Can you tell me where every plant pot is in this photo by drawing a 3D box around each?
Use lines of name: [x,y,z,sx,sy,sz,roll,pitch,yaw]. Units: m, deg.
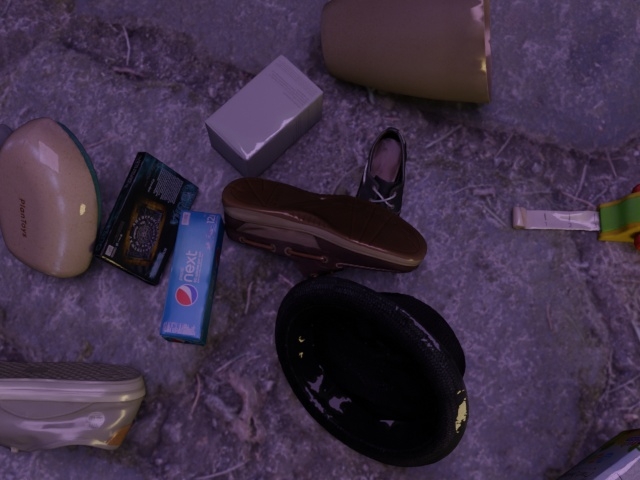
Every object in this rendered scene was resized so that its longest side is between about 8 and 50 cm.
plant pot: [0.147,-0.353,1.332,0.274,0.256,0.256,-2,73,14]

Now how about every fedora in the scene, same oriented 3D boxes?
fedora: [0.096,0.175,1.189,0.334,0.334,0.153,47,43,11]

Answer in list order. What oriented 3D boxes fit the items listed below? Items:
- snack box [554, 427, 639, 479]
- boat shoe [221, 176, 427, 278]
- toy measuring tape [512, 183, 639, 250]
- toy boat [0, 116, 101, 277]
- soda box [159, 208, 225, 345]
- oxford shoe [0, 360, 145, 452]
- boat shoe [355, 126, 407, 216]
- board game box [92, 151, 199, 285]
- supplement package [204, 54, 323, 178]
snack box: [0.420,0.357,1.152,0.207,0.174,0.070,-33,76,-11]
boat shoe: [0.000,0.000,1.272,0.342,0.123,0.123,14,36,9]
toy measuring tape: [0.494,-0.044,1.302,0.330,0.121,0.121,3,74,0]
toy boat: [-0.470,-0.101,1.259,0.318,0.267,0.148,27,35,19]
soda box: [-0.207,0.061,1.274,0.067,0.071,0.210,8,74,1]
oxford shoe: [-0.491,0.251,1.177,0.450,0.169,0.129,4,96,-1]
boat shoe: [0.099,-0.077,1.320,0.084,0.079,0.232,12,77,1]
board game box: [-0.282,-0.034,1.280,0.026,0.126,0.186,6,69,41]
supplement package: [-0.094,-0.207,1.338,0.105,0.105,0.179,44,77,10]
